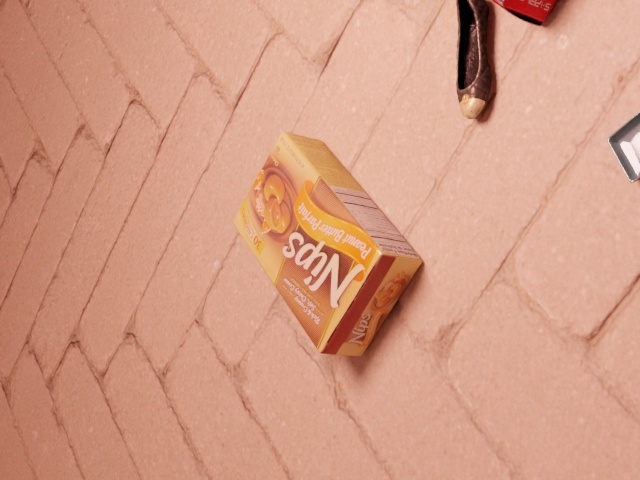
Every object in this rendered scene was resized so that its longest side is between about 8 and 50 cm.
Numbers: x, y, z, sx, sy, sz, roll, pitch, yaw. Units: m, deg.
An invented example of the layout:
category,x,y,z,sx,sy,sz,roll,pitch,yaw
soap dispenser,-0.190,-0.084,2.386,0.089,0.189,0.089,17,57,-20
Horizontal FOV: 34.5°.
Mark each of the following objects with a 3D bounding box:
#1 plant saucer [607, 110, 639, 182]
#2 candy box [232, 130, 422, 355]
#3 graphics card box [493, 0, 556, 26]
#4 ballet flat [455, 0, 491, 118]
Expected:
category,x,y,z,sx,sy,sz,roll,pitch,yaw
plant saucer,0.402,-0.143,1.131,0.192,0.018,0.067,-44,52,36
candy box,0.000,0.000,1.536,0.316,0.087,0.183,53,123,40
graphics card box,0.279,-0.488,1.281,0.371,0.094,0.233,-60,44,23
ballet flat,0.196,-0.246,1.372,0.057,0.049,0.173,-10,76,50
